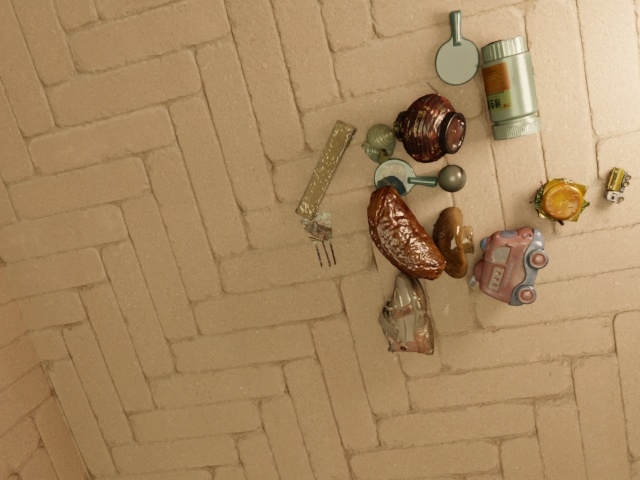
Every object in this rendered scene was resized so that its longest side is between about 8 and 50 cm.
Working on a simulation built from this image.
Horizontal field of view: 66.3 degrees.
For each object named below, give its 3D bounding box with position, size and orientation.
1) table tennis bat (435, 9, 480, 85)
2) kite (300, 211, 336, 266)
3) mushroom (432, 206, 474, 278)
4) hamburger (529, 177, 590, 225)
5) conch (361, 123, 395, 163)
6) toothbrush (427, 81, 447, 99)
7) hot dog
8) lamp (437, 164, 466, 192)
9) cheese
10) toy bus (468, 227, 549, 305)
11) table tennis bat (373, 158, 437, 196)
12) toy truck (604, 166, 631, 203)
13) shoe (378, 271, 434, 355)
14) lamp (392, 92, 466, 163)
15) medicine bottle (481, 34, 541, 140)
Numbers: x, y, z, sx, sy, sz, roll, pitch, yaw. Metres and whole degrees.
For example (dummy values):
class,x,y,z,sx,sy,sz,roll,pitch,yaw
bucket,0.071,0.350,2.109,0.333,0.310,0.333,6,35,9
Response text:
class,x,y,z,sx,sy,sz,roll,pitch,yaw
table tennis bat,0.473,-0.665,1.700,0.153,0.040,0.244,-5,108,9
kite,0.001,-0.001,1.972,0.127,0.016,0.229,-10,100,15
mushroom,0.498,0.024,1.826,0.156,0.151,0.285,-7,104,12
hamburger,0.857,-0.145,1.752,0.190,0.093,0.164,21,110,4
conch,0.222,-0.354,1.784,0.102,0.153,0.135,-27,90,-11
toothbrush,0.418,-0.535,1.759,0.097,0.006,0.008,42,106,-4
hot dog,0.292,-0.010,1.782,0.174,0.267,0.387,-36,85,15
lamp,0.479,-0.226,1.784,0.105,0.105,0.105,2,106,8
cheese,0.015,-0.263,1.882,0.085,0.034,0.400,29,107,5
toy bus,0.688,0.086,1.800,0.232,0.197,0.294,15,109,16
table tennis bat,0.319,-0.229,1.846,0.237,0.038,0.149,8,106,10
toy truck,1.045,-0.195,1.730,0.063,0.052,0.123,13,106,10
shoe,0.322,0.299,1.920,0.198,0.172,0.351,-13,101,15
lamp,0.373,-0.387,1.700,0.247,0.247,0.247,2,106,8
medicine bottle,0.638,-0.510,1.653,0.158,0.158,0.318,-11,103,12
